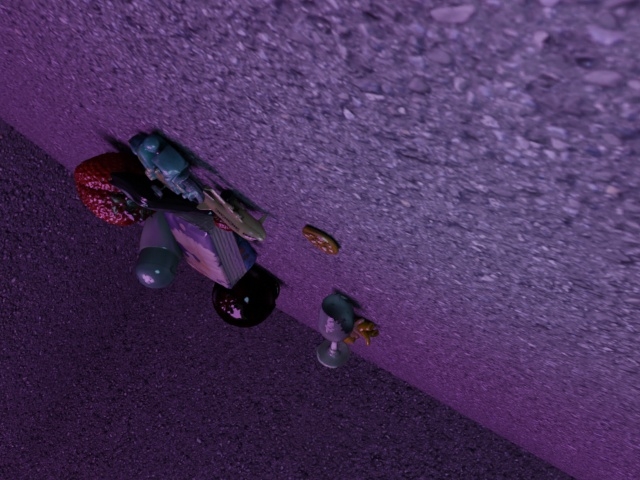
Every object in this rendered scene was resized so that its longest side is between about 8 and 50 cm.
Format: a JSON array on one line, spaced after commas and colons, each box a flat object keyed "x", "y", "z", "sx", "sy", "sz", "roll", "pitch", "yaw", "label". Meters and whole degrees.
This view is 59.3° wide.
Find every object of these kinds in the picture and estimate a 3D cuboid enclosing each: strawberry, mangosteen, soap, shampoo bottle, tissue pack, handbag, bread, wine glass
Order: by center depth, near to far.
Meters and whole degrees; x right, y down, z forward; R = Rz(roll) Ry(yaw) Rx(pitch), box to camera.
[{"x": 0.000, "y": 0.000, "z": 1.420, "sx": 0.110, "sy": 0.024, "sz": 0.110, "roll": 30, "pitch": 166, "yaw": 9, "label": "bread"}, {"x": -0.464, "y": -0.134, "z": 1.699, "sx": 0.192, "sy": 0.074, "sz": 0.332, "roll": 30, "pitch": -169, "yaw": 29, "label": "handbag"}, {"x": -0.282, "y": -0.066, "z": 1.733, "sx": 0.083, "sy": 0.083, "sz": 0.096, "roll": 22, "pitch": 173, "yaw": 40, "label": "strawberry"}, {"x": -0.697, "y": -0.180, "z": 1.917, "sx": 0.289, "sy": 0.249, "sz": 0.238, "roll": 3, "pitch": -166, "yaw": 22, "label": "strawberry"}, {"x": -0.404, "y": 0.000, "z": 1.970, "sx": 0.242, "sy": 0.125, "sz": 0.343, "roll": 27, "pitch": 149, "yaw": 25, "label": "tissue pack"}, {"x": 0.052, "y": 0.335, "z": 2.072, "sx": 0.143, "sy": 0.143, "sz": 0.321, "roll": 27, "pitch": 143, "yaw": 23, "label": "wine glass"}, {"x": -0.588, "y": 0.014, "z": 2.097, "sx": 0.151, "sy": 0.349, "sz": 0.221, "roll": 1, "pitch": 148, "yaw": 9, "label": "shampoo bottle"}, {"x": -0.350, "y": 0.019, "z": 2.202, "sx": 0.156, "sy": 0.077, "sz": 0.293, "roll": 30, "pitch": 166, "yaw": 18, "label": "soap"}, {"x": -0.340, "y": 0.257, "z": 2.652, "sx": 0.307, "sy": 0.306, "sz": 0.347, "roll": 26, "pitch": -163, "yaw": 26, "label": "mangosteen"}]

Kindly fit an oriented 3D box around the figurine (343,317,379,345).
[{"x": 0.123, "y": 0.354, "z": 2.255, "sx": 0.246, "sy": 0.131, "sz": 0.156, "roll": -8, "pitch": 120, "yaw": 51, "label": "figurine"}]

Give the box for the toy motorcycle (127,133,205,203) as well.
[{"x": -0.422, "y": -0.201, "z": 1.487, "sx": 0.296, "sy": 0.109, "sz": 0.198, "roll": 29, "pitch": 157, "yaw": 45, "label": "toy motorcycle"}]

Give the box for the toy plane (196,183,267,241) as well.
[{"x": -0.242, "y": -0.076, "z": 1.564, "sx": 0.244, "sy": 0.092, "sz": 0.229, "roll": 28, "pitch": 164, "yaw": 19, "label": "toy plane"}]
